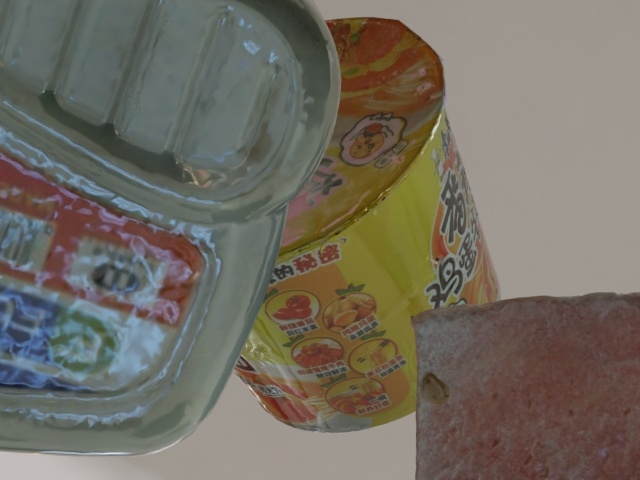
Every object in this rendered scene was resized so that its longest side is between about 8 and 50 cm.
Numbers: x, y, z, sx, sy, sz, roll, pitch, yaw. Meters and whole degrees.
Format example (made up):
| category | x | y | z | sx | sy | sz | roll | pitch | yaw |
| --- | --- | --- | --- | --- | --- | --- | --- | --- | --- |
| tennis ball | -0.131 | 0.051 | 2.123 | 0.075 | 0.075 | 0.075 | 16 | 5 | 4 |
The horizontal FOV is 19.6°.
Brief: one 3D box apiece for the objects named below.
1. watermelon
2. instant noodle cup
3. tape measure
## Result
| category | x | y | z | sx | sy | sz | roll | pitch | yaw |
| --- | --- | --- | --- | --- | --- | --- | --- | --- | --- |
| watermelon | 0.160 | 0.122 | 0.997 | 0.201 | 0.212 | 0.262 | 77 | 17 | -49 |
| instant noodle cup | 0.000 | 0.000 | 1.319 | 0.264 | 0.264 | 0.200 | -53 | 133 | -30 |
| tape measure | -0.130 | -0.045 | 0.728 | 0.125 | 0.243 | 0.246 | -103 | -147 | -71 |
